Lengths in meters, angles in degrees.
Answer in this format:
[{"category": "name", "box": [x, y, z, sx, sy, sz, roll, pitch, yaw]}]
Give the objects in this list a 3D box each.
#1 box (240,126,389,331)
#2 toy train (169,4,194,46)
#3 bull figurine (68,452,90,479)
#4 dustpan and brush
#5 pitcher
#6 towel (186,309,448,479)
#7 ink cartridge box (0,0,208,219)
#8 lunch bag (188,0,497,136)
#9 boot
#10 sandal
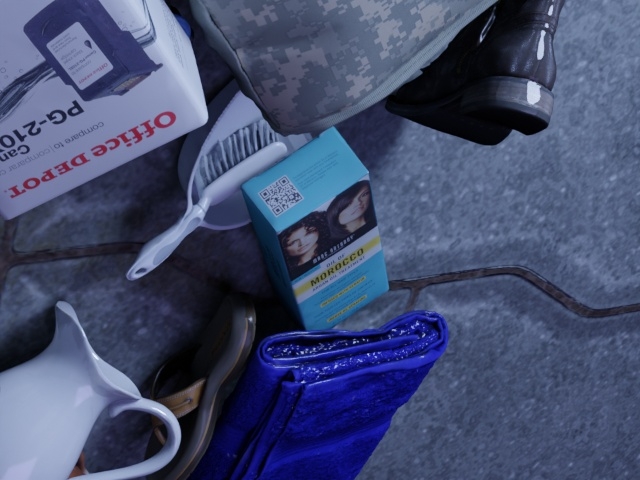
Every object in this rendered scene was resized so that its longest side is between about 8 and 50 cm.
[{"category": "box", "box": [0.000, 0.000, 1.520, 0.100, 0.060, 0.244, -33, 155, -9]}, {"category": "toy train", "box": [-0.181, -0.164, 1.253, 0.184, 0.080, 0.105, 21, 120, -45]}, {"category": "bull figurine", "box": [-0.317, 0.325, 1.574, 0.310, 0.101, 0.188, -45, 136, 3]}, {"category": "dustpan and brush", "box": [-0.095, -0.044, 1.445, 0.211, 0.060, 0.147, -37, 141, -5]}, {"category": "pitcher", "box": [-0.244, 0.185, 1.466, 0.207, 0.125, 0.178, -44, 103, -2]}, {"category": "towel", "box": [-0.011, 0.199, 1.678, 0.228, 0.076, 0.308, -7, 144, -33]}, {"category": "ink cartridge box", "box": [-0.205, -0.147, 1.125, 0.172, 0.100, 0.237, -25, 137, 8]}, {"category": "lunch bag", "box": [0.016, -0.243, 1.265, 0.287, 0.169, 0.235, -40, 141, -8]}, {"category": "boot", "box": [0.161, -0.207, 1.443, 0.091, 0.263, 0.229, 17, 83, -24]}, {"category": "sandal", "box": [-0.128, 0.141, 1.577, 0.060, 0.090, 0.219, 15, 119, -27]}]
